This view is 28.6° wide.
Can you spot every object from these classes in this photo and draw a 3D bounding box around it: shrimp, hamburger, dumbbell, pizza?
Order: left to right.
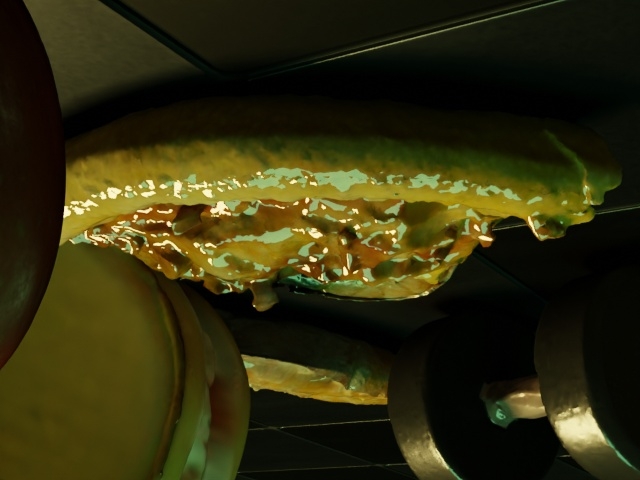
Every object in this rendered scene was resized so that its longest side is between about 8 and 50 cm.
[{"bbox_3d":[-0.201,0.114,0.882,0.303,0.260,0.186,18,169,18],"label":"hamburger"},{"bbox_3d":[-0.042,0.108,1.097,0.317,0.062,0.164,17,159,-39],"label":"shrimp"},{"bbox_3d":[-0.017,-0.019,0.716,0.366,0.073,0.182,0,149,12],"label":"pizza"},{"bbox_3d":[0.000,0.003,0.835,0.195,0.035,0.148,7,160,-11],"label":"shrimp"},{"bbox_3d":[0.171,0.112,0.933,0.153,0.152,0.218,17,156,-33],"label":"dumbbell"}]

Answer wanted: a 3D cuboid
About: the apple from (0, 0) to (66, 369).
[{"bbox_3d":[-0.218,-0.031,0.473,0.261,0.216,0.260,5,-174,0],"label":"apple"}]
